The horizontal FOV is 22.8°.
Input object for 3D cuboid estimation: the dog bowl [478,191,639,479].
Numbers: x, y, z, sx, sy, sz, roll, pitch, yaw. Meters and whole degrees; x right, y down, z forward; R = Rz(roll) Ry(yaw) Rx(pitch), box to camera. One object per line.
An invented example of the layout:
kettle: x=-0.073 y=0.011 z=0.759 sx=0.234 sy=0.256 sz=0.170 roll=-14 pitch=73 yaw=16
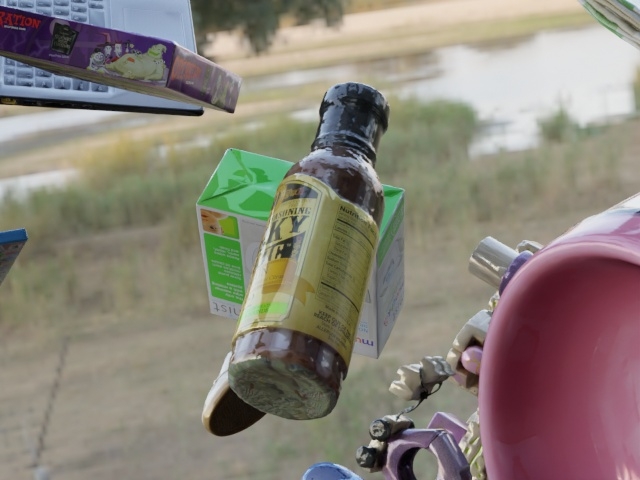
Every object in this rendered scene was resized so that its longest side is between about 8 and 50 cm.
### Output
dog bowl: x=0.275 y=0.151 z=1.185 sx=0.150 sy=0.408 sz=0.408 roll=-10 pitch=10 yaw=-30

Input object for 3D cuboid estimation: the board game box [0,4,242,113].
board game box: x=-0.208 y=-0.178 z=1.570 sx=0.208 sy=0.056 sz=0.347 roll=17 pitch=2 yaw=6

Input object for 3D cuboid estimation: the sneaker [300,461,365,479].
sneaker: x=0.027 y=0.220 z=1.239 sx=0.053 sy=0.059 sz=0.144 roll=-42 pitch=50 yaw=-2

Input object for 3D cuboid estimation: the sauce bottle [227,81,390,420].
sauce bottle: x=0.000 y=0.000 z=1.502 sx=0.111 sy=0.111 sz=0.344 roll=-3 pitch=51 yaw=23

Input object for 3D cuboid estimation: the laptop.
laptop: x=-0.344 y=-0.364 z=1.963 sx=0.407 sy=0.236 sz=0.382 roll=3 pitch=39 yaw=-12

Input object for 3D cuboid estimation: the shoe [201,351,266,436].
shoe: x=-0.075 y=0.156 z=1.980 sx=0.219 sy=0.076 sz=0.058 roll=-46 pitch=35 yaw=-22

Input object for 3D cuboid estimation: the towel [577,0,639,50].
towel: x=0.308 y=-0.186 z=1.372 sx=0.325 sy=0.038 sz=0.248 roll=37 pitch=26 yaw=21

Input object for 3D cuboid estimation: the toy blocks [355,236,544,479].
toy blocks: x=0.256 y=0.168 z=1.600 sx=0.260 sy=0.289 sz=0.309 roll=31 pitch=12 yaw=26

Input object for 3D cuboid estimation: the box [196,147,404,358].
box: x=-0.022 y=0.017 z=2.201 sx=0.262 sy=0.231 sz=0.127 roll=15 pitch=48 yaw=15

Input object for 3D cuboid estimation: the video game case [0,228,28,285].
video game case: x=-0.375 y=0.034 z=1.628 sx=0.119 sy=0.015 sz=0.166 roll=-10 pitch=-17 yaw=-28
